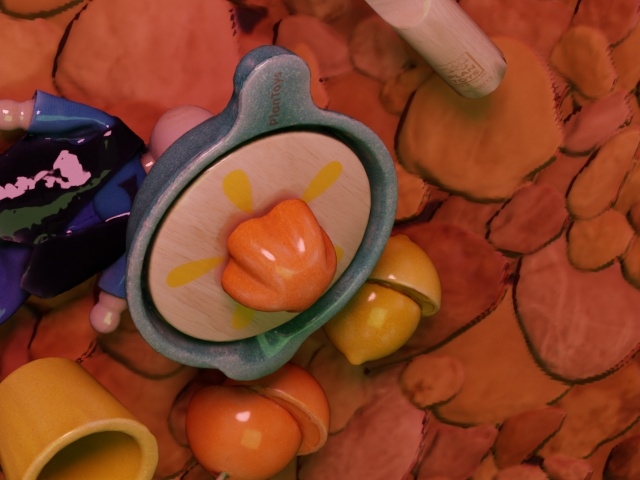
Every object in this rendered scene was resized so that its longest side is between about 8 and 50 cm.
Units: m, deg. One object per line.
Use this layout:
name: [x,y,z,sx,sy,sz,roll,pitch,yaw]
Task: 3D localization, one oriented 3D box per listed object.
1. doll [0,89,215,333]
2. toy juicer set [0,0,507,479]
doll: [-0.125,-0.004,0.796,0.189,0.046,0.129,-33,121,-9]
toy juicer set: [0.000,0.000,0.790,0.209,0.089,0.329,10,117,-42]
